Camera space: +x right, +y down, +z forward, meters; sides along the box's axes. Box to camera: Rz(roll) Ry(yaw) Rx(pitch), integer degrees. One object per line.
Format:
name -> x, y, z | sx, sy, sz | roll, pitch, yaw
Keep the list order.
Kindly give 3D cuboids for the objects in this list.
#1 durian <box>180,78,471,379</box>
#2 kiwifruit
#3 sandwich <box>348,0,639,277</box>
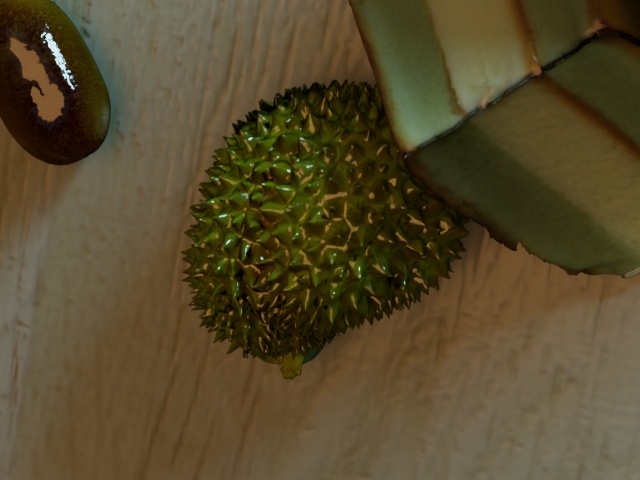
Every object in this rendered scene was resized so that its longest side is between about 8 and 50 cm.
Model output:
durian -> -0.007, -0.012, 1.111 | 0.198, 0.146, 0.159 | -34, 87, 19
kiwifruit -> -0.186, -0.109, 1.193 | 0.075, 0.075, 0.124 | -31, 92, 20
sandwich -> 0.139, -0.114, 1.075 | 0.155, 0.227, 0.198 | -31, 53, 21
